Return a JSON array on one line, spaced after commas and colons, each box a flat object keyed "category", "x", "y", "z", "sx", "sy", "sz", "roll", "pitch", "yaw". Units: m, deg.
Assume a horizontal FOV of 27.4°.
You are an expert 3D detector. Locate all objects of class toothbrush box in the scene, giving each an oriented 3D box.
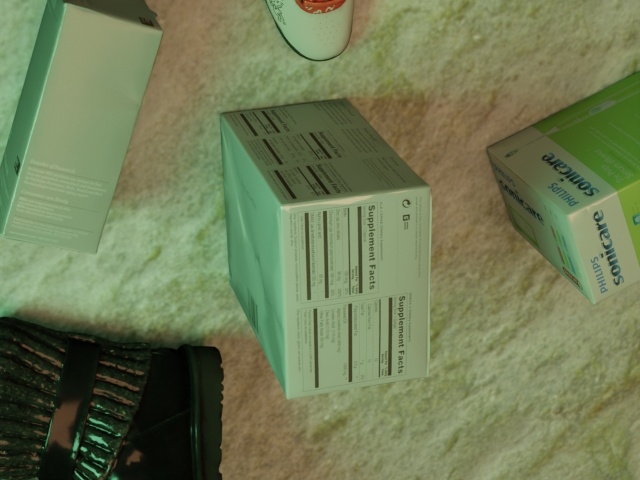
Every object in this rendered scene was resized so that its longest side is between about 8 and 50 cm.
[{"category": "toothbrush box", "x": 0.357, "y": -0.081, "z": 1.417, "sx": 0.283, "sy": 0.206, "sz": 0.122, "roll": -26, "pitch": 119, "yaw": -6}]

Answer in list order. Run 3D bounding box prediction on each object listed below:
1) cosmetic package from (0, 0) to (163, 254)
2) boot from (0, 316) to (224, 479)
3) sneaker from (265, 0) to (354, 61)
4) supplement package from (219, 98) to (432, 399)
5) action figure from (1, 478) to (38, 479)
[{"category": "cosmetic package", "x": -0.236, "y": -0.121, "z": 1.259, "sx": 0.107, "sy": 0.127, "sz": 0.238, "roll": 10, "pitch": 108, "yaw": -21}, {"category": "boot", "x": -0.242, "y": 0.259, "z": 1.368, "sx": 0.260, "sy": 0.131, "sz": 0.347, "roll": 6, "pitch": 72, "yaw": -23}, {"category": "sneaker", "x": -0.005, "y": -0.283, "z": 1.248, "sx": 0.090, "sy": 0.145, "sz": 0.270, "roll": -14, "pitch": 117, "yaw": -11}, {"category": "supplement package", "x": 0.000, "y": 0.000, "z": 1.308, "sx": 0.145, "sy": 0.262, "sz": 0.204, "roll": -8, "pitch": 116, "yaw": -13}, {"category": "action figure", "x": -0.358, "y": 0.352, "z": 1.450, "sx": 0.185, "sy": 0.099, "sz": 0.285, "roll": -13, "pitch": 103, "yaw": -4}]
